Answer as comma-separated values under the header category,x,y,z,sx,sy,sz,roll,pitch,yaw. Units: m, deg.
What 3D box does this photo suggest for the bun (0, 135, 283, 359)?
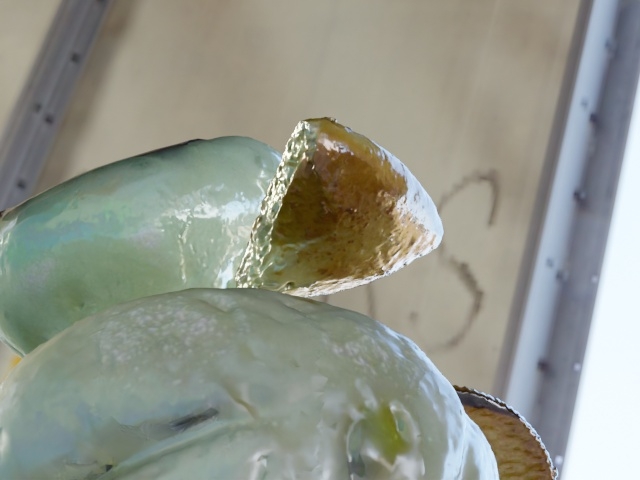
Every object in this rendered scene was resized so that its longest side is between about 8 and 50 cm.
category,x,y,z,sx,sy,sz,roll,pitch,yaw
bun,-0.135,0.041,1.250,0.293,0.187,0.293,-16,-9,-3

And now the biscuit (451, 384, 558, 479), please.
category,x,y,z,sx,sy,sz,roll,pitch,yaw
biscuit,0.130,0.314,1.754,0.305,0.305,0.038,24,4,-12

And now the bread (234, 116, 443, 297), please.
category,x,y,z,sx,sy,sz,roll,pitch,yaw
bread,0.024,-0.008,0.987,0.136,0.054,0.154,3,-45,-31

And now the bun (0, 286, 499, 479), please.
category,x,y,z,sx,sy,sz,roll,pitch,yaw
bun,-0.056,0.211,0.904,0.365,0.365,0.219,26,13,-16
